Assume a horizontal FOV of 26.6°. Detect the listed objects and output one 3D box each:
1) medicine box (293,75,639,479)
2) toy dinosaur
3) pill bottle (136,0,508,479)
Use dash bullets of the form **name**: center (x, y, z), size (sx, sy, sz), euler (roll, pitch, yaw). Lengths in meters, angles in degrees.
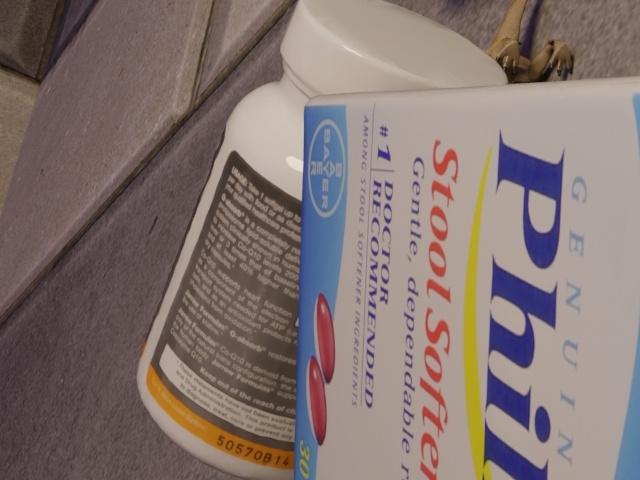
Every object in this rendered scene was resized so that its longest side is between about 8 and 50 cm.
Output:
- **medicine box**: center (0.107, 0.074, 0.518), size (0.289, 0.149, 0.263), euler (-169, 80, -68)
- **toy dinosaur**: center (0.120, -0.115, 0.901), size (0.092, 0.053, 0.183), euler (-1, 69, 68)
- **pill bottle**: center (0.000, 0.000, 0.831), size (0.162, 0.162, 0.278), euler (-108, 37, -58)
